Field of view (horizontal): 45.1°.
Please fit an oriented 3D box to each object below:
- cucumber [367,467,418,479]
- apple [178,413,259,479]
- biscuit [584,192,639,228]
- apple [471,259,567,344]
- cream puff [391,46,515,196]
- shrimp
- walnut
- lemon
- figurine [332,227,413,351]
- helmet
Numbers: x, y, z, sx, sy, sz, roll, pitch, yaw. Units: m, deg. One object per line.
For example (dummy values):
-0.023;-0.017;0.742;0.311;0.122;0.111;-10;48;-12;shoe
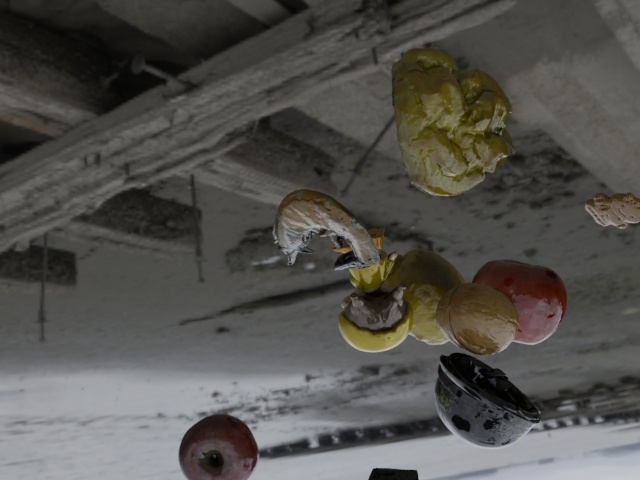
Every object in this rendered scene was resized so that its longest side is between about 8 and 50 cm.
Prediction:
0.155;0.577;1.640;0.130;0.191;0.191;0;163;6;cucumber
-0.193;0.408;1.476;0.153;0.153;0.120;-11;-179;3;apple
0.826;-0.081;2.154;0.184;0.027;0.133;6;141;54;biscuit
0.534;0.163;2.111;0.260;0.216;0.260;10;-174;-1;apple
0.292;-0.264;1.677;0.257;0.324;0.291;-8;-172;7;cream puff
0.000;0.000;1.904;0.272;0.085;0.445;33;157;-6;shrimp
0.359;0.179;1.751;0.165;0.165;0.197;-24;136;37;walnut
0.330;0.180;2.407;0.285;0.285;0.316;-18;122;24;lemon
0.139;0.150;2.169;0.215;0.344;0.187;-14;-162;0;figurine
0.349;0.373;1.726;0.279;0.230;0.160;20;108;-35;helmet
